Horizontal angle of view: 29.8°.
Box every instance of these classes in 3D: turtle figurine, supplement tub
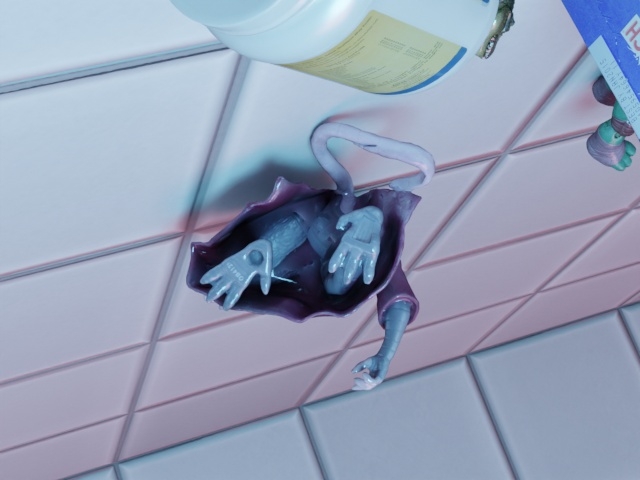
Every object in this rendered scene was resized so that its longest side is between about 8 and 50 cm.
[{"bbox_3d":[0.343,-0.171,1.200,0.175,0.118,0.234,-58,-178,-26],"label":"turtle figurine"},{"bbox_3d":[0.008,-0.172,0.742,0.144,0.144,0.200,-30,160,29],"label":"supplement tub"}]

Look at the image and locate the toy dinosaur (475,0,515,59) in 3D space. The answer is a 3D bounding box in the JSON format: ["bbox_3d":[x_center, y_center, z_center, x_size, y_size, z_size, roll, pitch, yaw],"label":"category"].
[{"bbox_3d":[0.143,-0.229,0.881,0.118,0.064,0.268,-17,159,-30],"label":"toy dinosaur"}]

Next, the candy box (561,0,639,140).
[{"bbox_3d":[0.375,-0.161,0.990,0.317,0.268,0.122,-9,156,-35],"label":"candy box"}]

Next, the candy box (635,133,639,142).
[{"bbox_3d":[0.447,-0.153,1.287,0.071,0.159,0.233,-8,158,-39],"label":"candy box"}]

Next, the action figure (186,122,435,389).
[{"bbox_3d":[0.000,0.000,1.316,0.275,0.248,0.370,-68,167,7],"label":"action figure"}]
